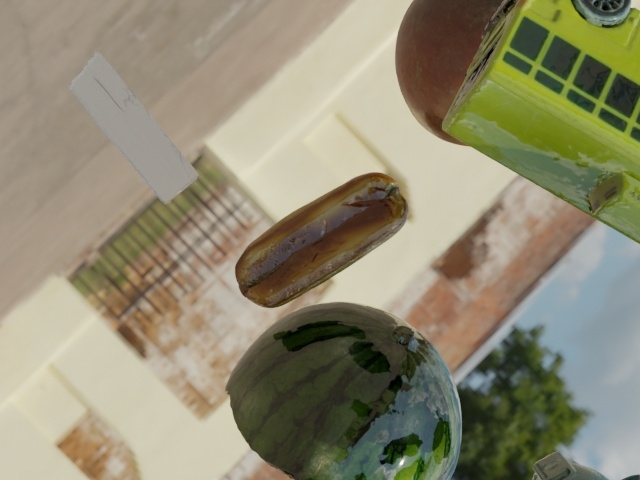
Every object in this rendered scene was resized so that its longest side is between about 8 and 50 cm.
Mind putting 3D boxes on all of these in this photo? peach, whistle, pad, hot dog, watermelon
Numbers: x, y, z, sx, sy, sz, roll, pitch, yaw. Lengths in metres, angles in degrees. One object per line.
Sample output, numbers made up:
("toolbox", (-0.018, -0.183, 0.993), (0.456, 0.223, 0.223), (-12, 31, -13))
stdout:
("peach", (0.215, -0.220, 1.606), (0.252, 0.252, 0.252), (-44, -178, 2))
("whistle", (0.297, 0.311, 1.519), (0.186, 0.093, 0.274), (-29, -170, 1))
("pad", (-0.274, -0.160, 1.948), (0.004, 0.232, 0.156), (-42, -174, -29))
("hot dog", (0.000, 0.000, 1.746), (0.249, 0.100, 0.068), (-31, 172, -1))
("watermelon", (0.044, 0.184, 1.771), (0.331, 0.330, 0.189), (-50, 160, -71))

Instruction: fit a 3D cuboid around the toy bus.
("toy bus", (0.240, -0.090, 1.042), (0.150, 0.262, 0.128), (-61, -177, -24))
